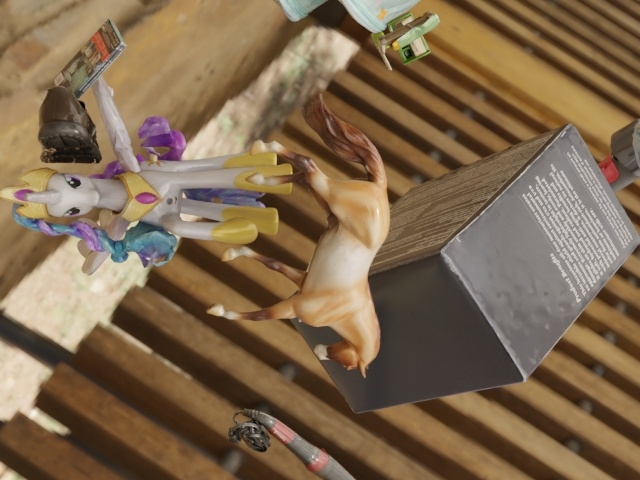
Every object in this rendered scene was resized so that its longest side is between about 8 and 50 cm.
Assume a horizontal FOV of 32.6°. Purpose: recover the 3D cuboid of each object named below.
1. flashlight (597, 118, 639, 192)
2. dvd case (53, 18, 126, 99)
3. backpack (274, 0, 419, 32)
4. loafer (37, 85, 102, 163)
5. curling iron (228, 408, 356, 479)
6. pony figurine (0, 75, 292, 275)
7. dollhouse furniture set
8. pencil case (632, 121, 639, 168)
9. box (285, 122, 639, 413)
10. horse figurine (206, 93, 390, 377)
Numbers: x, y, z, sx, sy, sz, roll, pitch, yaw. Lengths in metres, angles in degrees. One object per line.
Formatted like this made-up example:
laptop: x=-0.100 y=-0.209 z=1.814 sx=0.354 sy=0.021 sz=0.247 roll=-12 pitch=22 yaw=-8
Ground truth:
flashlight: x=0.441 y=-0.105 z=1.809 sx=0.103 sy=0.103 sz=0.304 roll=-12 pitch=162 yaw=-36
dvd case: x=-0.315 y=-0.240 z=1.485 sx=0.119 sy=0.013 sz=0.087 roll=-45 pitch=-142 yaw=8
backpack: x=0.007 y=-0.318 z=1.049 sx=0.191 sy=0.253 sz=0.225 roll=-41 pitch=-162 yaw=14
loafer: x=-0.320 y=-0.146 z=1.402 sx=0.220 sy=0.080 sz=0.078 roll=154 pitch=-65 yaw=-76
curling iron: x=-0.016 y=0.265 z=1.330 sx=0.068 sy=0.274 sz=0.035 roll=-9 pitch=-124 yaw=38
pony figurine: x=-0.239 y=-0.079 z=1.515 sx=0.351 sy=0.364 sz=0.302 roll=-127 pitch=-141 yaw=-76
dollhouse furniture set: x=0.109 y=-0.237 z=1.324 sx=0.076 sy=0.058 sz=0.151 roll=-26 pitch=-165 yaw=5
pencil case: x=0.551 y=-0.153 z=1.446 sx=0.273 sy=0.124 sz=0.113 roll=-25 pitch=133 yaw=-8
box: x=0.166 y=0.041 z=1.308 sx=0.294 sy=0.182 sz=0.296 roll=-39 pitch=-169 yaw=-38
horse figurine: x=0.000 y=0.000 z=1.048 sx=0.066 sy=0.175 sz=0.263 roll=-77 pitch=-177 yaw=-74
